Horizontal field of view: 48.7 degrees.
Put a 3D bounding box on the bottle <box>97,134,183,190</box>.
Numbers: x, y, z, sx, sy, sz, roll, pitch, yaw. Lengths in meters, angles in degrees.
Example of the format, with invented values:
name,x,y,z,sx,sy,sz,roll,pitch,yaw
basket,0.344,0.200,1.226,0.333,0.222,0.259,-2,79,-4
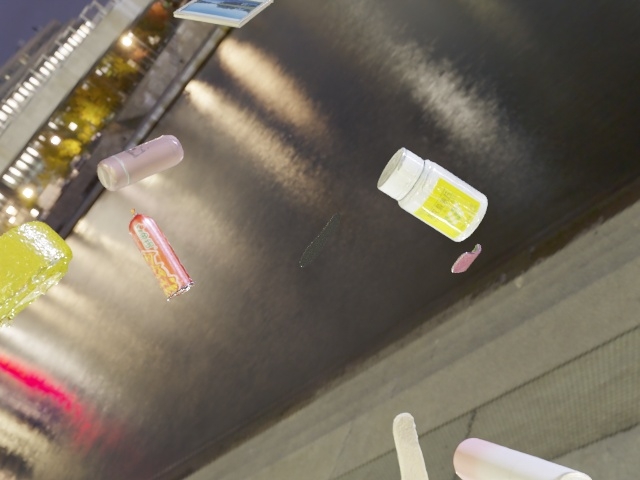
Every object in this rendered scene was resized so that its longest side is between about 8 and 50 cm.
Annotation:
name,x,y,z,sx,sy,sz,roll,pitch,yaw
bottle,-0.289,-0.126,1.138,0.140,0.053,0.053,-33,1,-39

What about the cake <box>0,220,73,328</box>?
name,x,y,z,sx,sy,sz,roll,pitch,yaw
cake,-0.666,0.075,1.529,0.260,0.156,0.179,-47,6,-21

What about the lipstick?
name,x,y,z,sx,sy,sz,roll,pitch,yaw
lipstick,0.345,0.415,1.239,0.087,0.087,0.327,-59,11,-14

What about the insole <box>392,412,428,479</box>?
name,x,y,z,sx,sy,sz,roll,pitch,yaw
insole,0.190,0.477,1.451,0.011,0.081,0.247,-12,88,51

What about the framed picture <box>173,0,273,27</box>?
name,x,y,z,sx,sy,sz,roll,pitch,yaw
framed picture,-0.175,-0.421,1.278,0.149,0.011,0.109,17,47,25

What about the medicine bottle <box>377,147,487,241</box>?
name,x,y,z,sx,sy,sz,roll,pitch,yaw
medicine bottle,0.283,-0.118,1.801,0.143,0.258,0.143,-56,9,13

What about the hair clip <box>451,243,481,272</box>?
name,x,y,z,sx,sy,sz,roll,pitch,yaw
hair clip,0.314,0.039,1.506,0.054,0.022,0.137,-56,-17,22

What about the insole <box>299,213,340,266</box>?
name,x,y,z,sx,sy,sz,roll,pitch,yaw
insole,0.000,0.000,1.632,0.002,0.053,0.152,29,78,33

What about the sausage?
name,x,y,z,sx,sy,sz,roll,pitch,yaw
sausage,-0.236,0.015,1.022,0.048,0.145,0.050,-28,-8,-24
